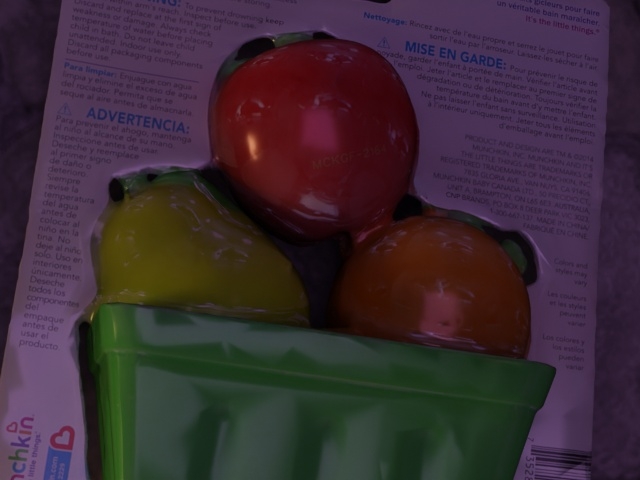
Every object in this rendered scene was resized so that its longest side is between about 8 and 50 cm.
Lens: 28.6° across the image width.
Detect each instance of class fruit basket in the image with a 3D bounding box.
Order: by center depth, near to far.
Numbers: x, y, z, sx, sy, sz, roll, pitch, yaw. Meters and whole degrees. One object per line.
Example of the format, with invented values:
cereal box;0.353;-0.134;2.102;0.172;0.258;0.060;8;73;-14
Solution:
fruit basket;0.000;0.000;0.705;0.327;0.165;0.353;8;71;-11
